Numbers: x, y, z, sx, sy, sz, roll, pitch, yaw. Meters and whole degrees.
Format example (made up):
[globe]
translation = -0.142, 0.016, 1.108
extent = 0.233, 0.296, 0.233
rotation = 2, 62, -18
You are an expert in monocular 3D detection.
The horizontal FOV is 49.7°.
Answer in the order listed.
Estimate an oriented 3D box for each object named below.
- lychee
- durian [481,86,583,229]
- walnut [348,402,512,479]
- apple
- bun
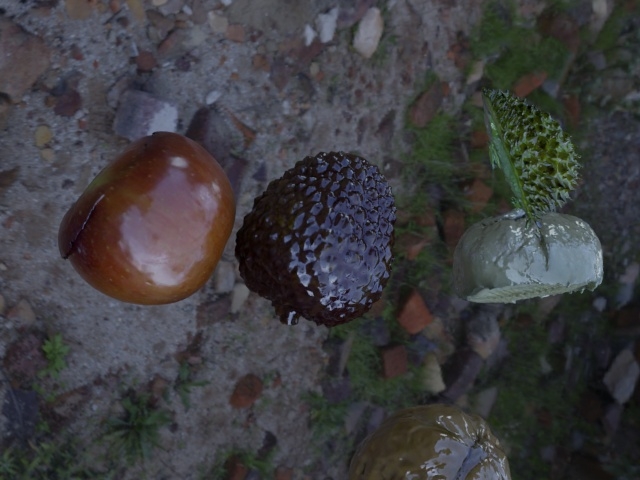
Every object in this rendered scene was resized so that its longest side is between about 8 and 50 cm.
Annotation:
[lychee]
translation = 0.000, 0.000, 1.018
extent = 0.235, 0.236, 0.271
rotation = 22, 88, -39
[durian]
translation = 0.250, -0.085, 0.819
extent = 0.086, 0.100, 0.215
rotation = -34, 118, -10
[walnut]
translation = 0.160, 0.367, 1.052
extent = 0.224, 0.257, 0.257
rotation = 42, 65, 2
[apple]
translation = -0.233, -0.027, 0.983
extent = 0.206, 0.272, 0.252
rotation = 37, 72, -14
[bun]
translation = 0.344, 0.024, 1.173
extent = 0.259, 0.259, 0.152
rotation = 4, 74, -40
